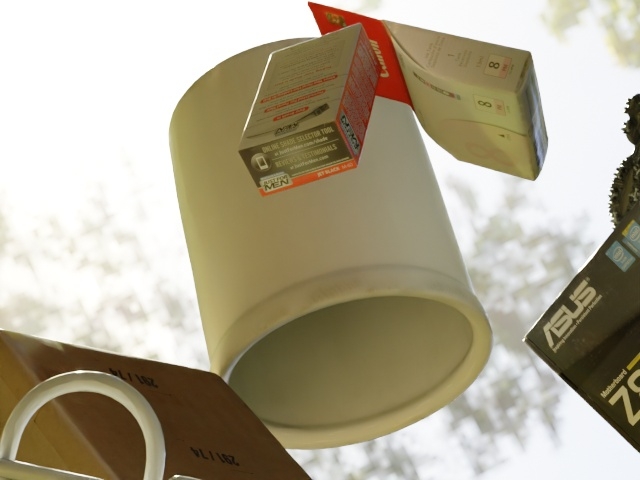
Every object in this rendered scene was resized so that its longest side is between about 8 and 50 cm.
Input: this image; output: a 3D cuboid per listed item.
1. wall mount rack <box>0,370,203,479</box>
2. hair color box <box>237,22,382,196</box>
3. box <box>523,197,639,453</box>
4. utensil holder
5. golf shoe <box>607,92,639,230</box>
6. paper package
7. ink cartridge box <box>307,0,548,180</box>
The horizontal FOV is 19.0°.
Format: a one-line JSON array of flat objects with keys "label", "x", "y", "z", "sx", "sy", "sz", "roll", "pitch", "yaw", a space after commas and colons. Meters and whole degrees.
[{"label": "wall mount rack", "x": -0.225, "y": 0.233, "z": 1.211, "sx": 0.130, "sy": 0.304, "sz": 0.350, "roll": 120, "pitch": -18, "yaw": -73}, {"label": "hair color box", "x": -0.007, "y": -0.114, "z": 1.642, "sx": 0.053, "sy": 0.093, "sz": 0.167, "roll": 62, "pitch": 24, "yaw": -27}, {"label": "box", "x": 0.458, "y": 0.080, "z": 2.121, "sx": 0.318, "sy": 0.097, "sz": 0.395, "roll": 46, "pitch": -54, "yaw": 13}, {"label": "utensil holder", "x": 0.000, "y": 0.000, "z": 2.264, "sx": 0.328, "sy": 0.327, "sz": 0.385, "roll": 89, "pitch": -10, "yaw": -54}, {"label": "golf shoe", "x": 0.430, "y": -0.092, "z": 2.460, "sx": 0.077, "sy": 0.094, "sz": 0.198, "roll": 4, "pitch": -100, "yaw": 63}, {"label": "paper package", "x": -0.179, "y": 0.255, "z": 1.920, "sx": 0.309, "sy": 0.325, "sz": 0.168, "roll": 44, "pitch": -70, "yaw": 39}, {"label": "ink cartridge box", "x": 0.104, "y": -0.146, "z": 1.886, "sx": 0.232, "sy": 0.066, "sz": 0.189, "roll": 12, "pitch": -20, "yaw": 17}]
